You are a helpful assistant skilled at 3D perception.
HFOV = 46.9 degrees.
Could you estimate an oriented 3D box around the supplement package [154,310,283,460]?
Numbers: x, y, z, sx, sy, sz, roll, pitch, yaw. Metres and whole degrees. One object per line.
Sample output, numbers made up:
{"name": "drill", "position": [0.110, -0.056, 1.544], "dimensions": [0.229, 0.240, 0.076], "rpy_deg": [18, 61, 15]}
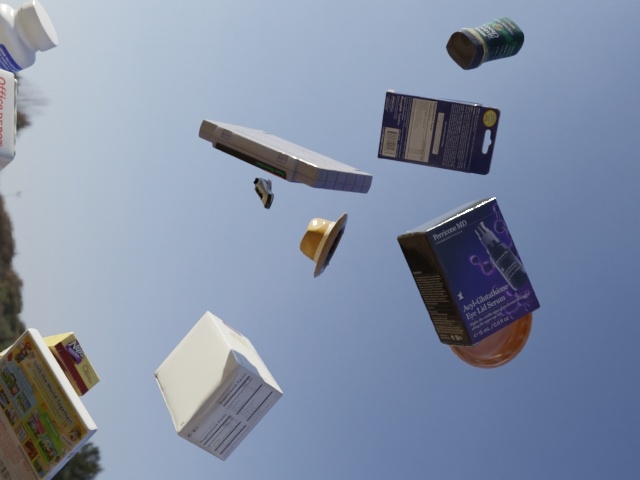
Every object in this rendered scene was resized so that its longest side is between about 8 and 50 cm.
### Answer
{"name": "supplement package", "position": [-0.239, 0.325, 1.688], "dimensions": [0.204, 0.145, 0.262], "rpy_deg": [-49, -148, 1]}

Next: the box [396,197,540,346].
{"name": "box", "position": [0.247, 0.053, 1.244], "dimensions": [0.207, 0.153, 0.108], "rpy_deg": [66, -20, -5]}

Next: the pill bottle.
{"name": "pill bottle", "position": [-0.757, -0.451, 1.702], "dimensions": [0.152, 0.271, 0.152], "rpy_deg": [158, -90, -88]}

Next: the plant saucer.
{"name": "plant saucer", "position": [0.327, 0.153, 1.467], "dimensions": [0.037, 0.199, 0.200], "rpy_deg": [-178, -98, -72]}

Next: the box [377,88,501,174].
{"name": "box", "position": [0.232, -0.212, 1.452], "dimensions": [0.225, 0.036, 0.137], "rpy_deg": [12, -70, 14]}

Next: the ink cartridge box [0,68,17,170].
{"name": "ink cartridge box", "position": [-0.705, -0.240, 1.331], "dimensions": [0.114, 0.272, 0.197], "rpy_deg": [-27, -118, 37]}

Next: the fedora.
{"name": "fedora", "position": [0.000, 0.000, 1.818], "dimensions": [0.079, 0.194, 0.194], "rpy_deg": [26, -49, 7]}

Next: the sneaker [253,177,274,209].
{"name": "sneaker", "position": [-0.138, -0.113, 1.768], "dimensions": [0.040, 0.043, 0.109], "rpy_deg": [-61, -153, 29]}

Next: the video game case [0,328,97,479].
{"name": "video game case", "position": [-0.506, 0.303, 1.261], "dimensions": [0.206, 0.026, 0.227], "rpy_deg": [-45, -114, 10]}

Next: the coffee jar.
{"name": "coffee jar", "position": [0.387, -0.464, 1.739], "dimensions": [0.096, 0.184, 0.079], "rpy_deg": [51, -33, 22]}

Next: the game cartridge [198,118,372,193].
{"name": "game cartridge", "position": [-0.084, -0.188, 1.675], "dimensions": [0.355, 0.230, 0.068], "rpy_deg": [26, -72, 32]}

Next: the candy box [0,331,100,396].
{"name": "candy box", "position": [-0.505, 0.237, 1.364], "dimensions": [0.186, 0.053, 0.109], "rpy_deg": [-14, -72, 36]}
